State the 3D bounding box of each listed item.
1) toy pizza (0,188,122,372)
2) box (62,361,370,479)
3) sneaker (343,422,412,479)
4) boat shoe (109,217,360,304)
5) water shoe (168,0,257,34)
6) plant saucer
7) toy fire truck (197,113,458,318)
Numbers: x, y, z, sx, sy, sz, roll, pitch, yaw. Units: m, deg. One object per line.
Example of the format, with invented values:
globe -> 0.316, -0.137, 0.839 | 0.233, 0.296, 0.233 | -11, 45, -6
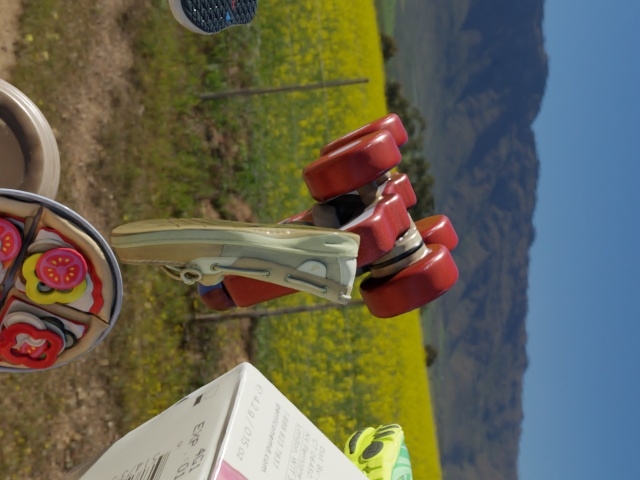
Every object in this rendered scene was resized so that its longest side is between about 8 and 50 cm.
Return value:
toy pizza -> -0.280, 0.046, 0.769 | 0.032, 0.201, 0.201 | -101, -179, -57
box -> -0.026, 0.205, 0.442 | 0.232, 0.148, 0.127 | 47, 26, -18
sneaker -> 0.065, 0.329, 1.053 | 0.124, 0.109, 0.295 | 66, 23, -6
boat shoe -> -0.048, 0.014, 0.512 | 0.056, 0.153, 0.048 | 14, -80, 61
water shoe -> -0.159, -0.313, 1.137 | 0.203, 0.080, 0.073 | -26, 127, -65
plant saucer -> -0.501, -0.108, 1.183 | 0.041, 0.277, 0.278 | 163, -78, -67
toy fire truck -> 0.000, 0.000, 0.928 | 0.169, 0.253, 0.302 | 62, 15, -9
